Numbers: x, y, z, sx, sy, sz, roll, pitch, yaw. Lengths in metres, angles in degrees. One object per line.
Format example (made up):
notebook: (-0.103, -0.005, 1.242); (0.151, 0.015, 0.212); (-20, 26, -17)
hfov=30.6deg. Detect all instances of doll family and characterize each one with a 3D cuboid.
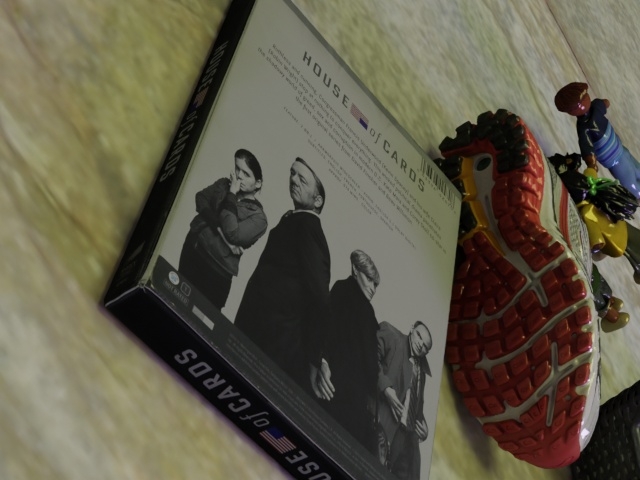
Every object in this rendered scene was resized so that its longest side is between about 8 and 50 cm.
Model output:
doll family: (0.194, -0.033, 0.842); (0.111, 0.076, 0.193); (42, 31, -24)

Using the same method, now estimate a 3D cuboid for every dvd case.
dvd case: (0.000, 0.000, 0.559); (0.179, 0.030, 0.238); (46, 34, -26)

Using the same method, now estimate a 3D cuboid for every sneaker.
sneaker: (0.127, 0.027, 0.674); (0.093, 0.088, 0.225); (38, 39, -38)

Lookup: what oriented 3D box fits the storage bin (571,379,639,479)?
storage bin: (0.250, 0.159, 0.704); (0.180, 0.084, 0.122); (16, 51, -24)
